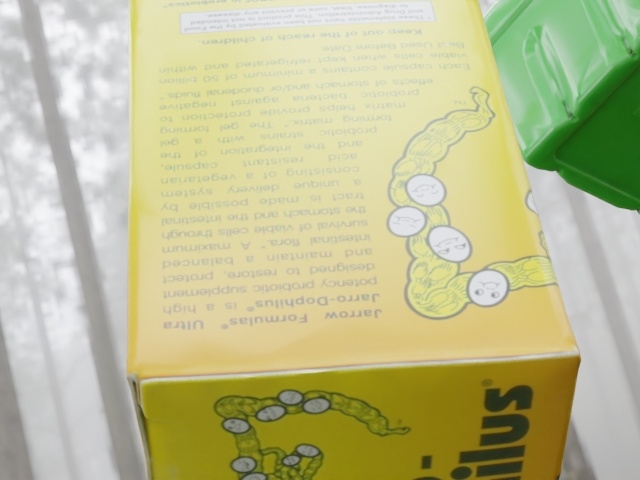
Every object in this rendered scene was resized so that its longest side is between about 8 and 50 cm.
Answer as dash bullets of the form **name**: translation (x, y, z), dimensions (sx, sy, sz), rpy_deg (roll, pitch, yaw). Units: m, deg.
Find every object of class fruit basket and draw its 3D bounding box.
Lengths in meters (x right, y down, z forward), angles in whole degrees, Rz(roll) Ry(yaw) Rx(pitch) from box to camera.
- **fruit basket**: translation (0.330, -0.244, 1.419), dimensions (0.282, 0.392, 0.392), rpy_deg (23, -33, -23)

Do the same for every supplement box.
- **supplement box**: translation (0.000, 0.000, 0.825), dimensions (0.195, 0.357, 0.194), rpy_deg (-4, -46, -4)
